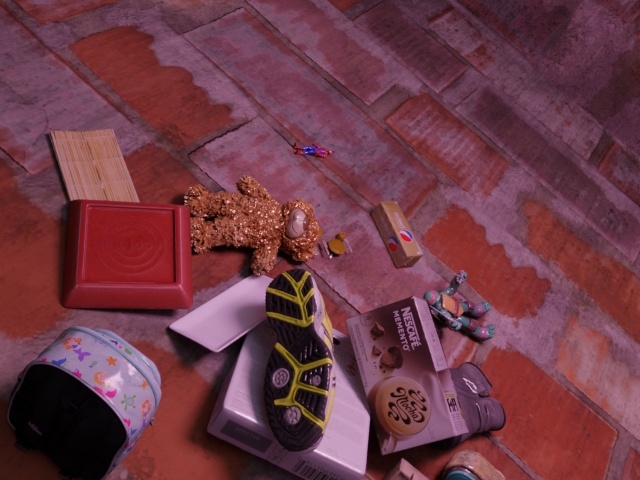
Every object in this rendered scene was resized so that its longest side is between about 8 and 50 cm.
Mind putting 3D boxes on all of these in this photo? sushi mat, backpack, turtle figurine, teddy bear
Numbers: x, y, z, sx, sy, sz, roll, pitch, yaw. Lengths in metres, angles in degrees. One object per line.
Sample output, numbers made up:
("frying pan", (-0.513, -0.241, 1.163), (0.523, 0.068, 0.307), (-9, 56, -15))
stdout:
("sushi mat", (-0.497, -0.127, 1.578), (0.151, 0.019, 0.316), (-7, 60, -36))
("backpack", (-0.385, 0.261, 1.175), (0.225, 0.253, 0.191), (37, 45, 1))
("turtle figurine", (0.341, 0.166, 1.785), (0.234, 0.118, 0.175), (28, 59, -30))
("teddy bear", (-0.158, -0.044, 1.640), (0.338, 0.113, 0.245), (21, 50, -8))

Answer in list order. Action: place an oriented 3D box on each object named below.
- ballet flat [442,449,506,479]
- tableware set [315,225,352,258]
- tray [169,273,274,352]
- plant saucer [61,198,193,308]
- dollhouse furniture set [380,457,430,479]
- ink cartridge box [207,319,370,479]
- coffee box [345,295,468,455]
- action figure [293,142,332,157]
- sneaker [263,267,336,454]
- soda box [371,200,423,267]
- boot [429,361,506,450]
("ballet flat", (0.410, 0.585, 1.503), (0.348, 0.123, 0.123), (44, 46, 7))
("tableware set", (0.000, 0.000, 1.778), (0.154, 0.024, 0.104), (-3, 54, -31))
("tray", (-0.176, 0.157, 1.507), (0.145, 0.030, 0.270), (19, 35, 34))
("plant saucer", (-0.397, 0.017, 1.465), (0.259, 0.047, 0.259), (2, 59, -17))
("dollhouse furniture set", (0.172, 0.553, 1.316), (0.161, 0.212, 0.242), (39, 20, 1))
("ink cartridge box", (-0.044, 0.310, 1.487), (0.308, 0.091, 0.385), (28, 29, -8))
("coffee box", (0.183, 0.285, 1.497), (0.119, 0.168, 0.297), (22, 50, -63))
("action figure", (-0.018, -0.252, 1.962), (0.115, 0.030, 0.038), (3, 49, -31))
("sneaker", (-0.021, 0.238, 1.382), (0.147, 0.145, 0.384), (54, 27, -45))
("soda box", (0.204, -0.018, 1.884), (0.058, 0.061, 0.181), (-5, 58, -33))
("boot", (0.281, 0.315, 1.653), (0.223, 0.118, 0.338), (-8, 67, -43))
